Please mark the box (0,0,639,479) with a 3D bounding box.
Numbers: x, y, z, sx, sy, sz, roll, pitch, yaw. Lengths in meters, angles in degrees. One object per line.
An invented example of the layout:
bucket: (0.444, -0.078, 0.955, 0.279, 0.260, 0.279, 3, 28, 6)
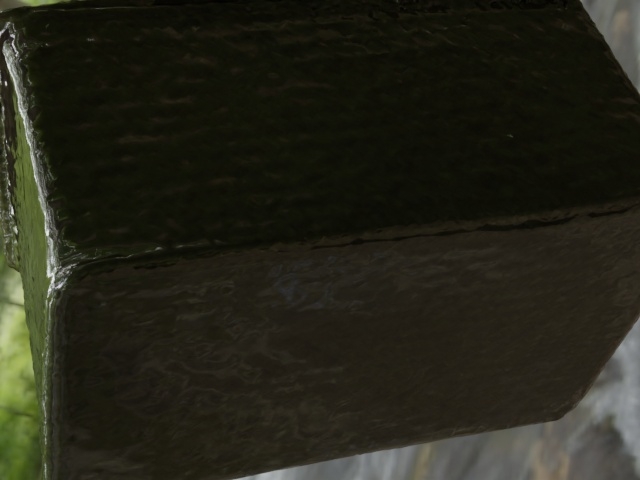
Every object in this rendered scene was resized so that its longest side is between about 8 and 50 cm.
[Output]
box: (-0.001, -0.002, 0.496, 0.184, 0.273, 0.143, 104, 153, -49)
